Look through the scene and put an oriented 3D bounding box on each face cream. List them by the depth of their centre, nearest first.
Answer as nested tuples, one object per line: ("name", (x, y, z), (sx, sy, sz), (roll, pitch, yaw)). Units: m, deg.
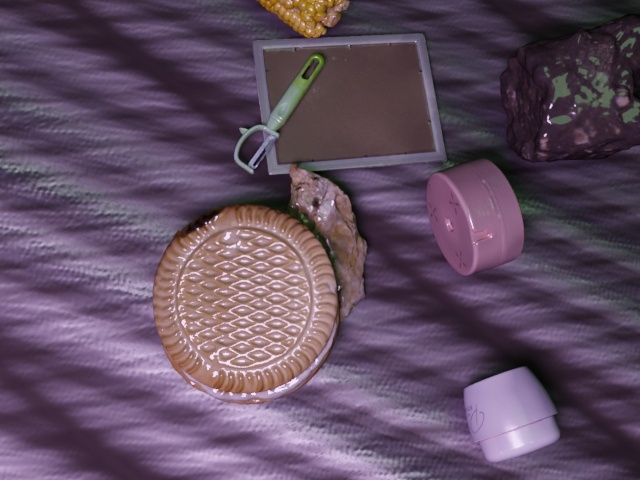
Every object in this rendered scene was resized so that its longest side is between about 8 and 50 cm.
("face cream", (0.250, 0.230, 0.942), (0.117, 0.117, 0.104), (-17, 72, -12))

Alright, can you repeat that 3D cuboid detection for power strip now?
("power strip", (0.209, -0.033, 0.980), (0.078, 0.154, 0.154), (-19, 81, -10))

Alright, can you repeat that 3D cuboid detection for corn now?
("corn", (-0.088, -0.412, 1.046), (0.292, 0.101, 0.101), (41, 75, 1))

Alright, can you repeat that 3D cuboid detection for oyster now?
("oyster", (0.008, 0.005, 0.980), (0.133, 0.072, 0.209), (9, 78, -4))

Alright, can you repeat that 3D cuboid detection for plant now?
("plant", (0.414, -0.213, 1.038), (0.276, 0.199, 0.188), (-14, 86, -8))

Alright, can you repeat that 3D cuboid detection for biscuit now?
("biscuit", (-0.096, 0.082, 0.919), (0.259, 0.079, 0.259), (0, 85, 3))

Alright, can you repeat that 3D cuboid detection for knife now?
("knife", (-0.061, -0.191, 1.025), (0.054, 0.015, 0.212), (31, 75, 7))

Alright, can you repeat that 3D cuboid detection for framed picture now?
("framed picture", (0.043, -0.205, 1.061), (0.274, 0.017, 0.217), (-4, 78, -10))
